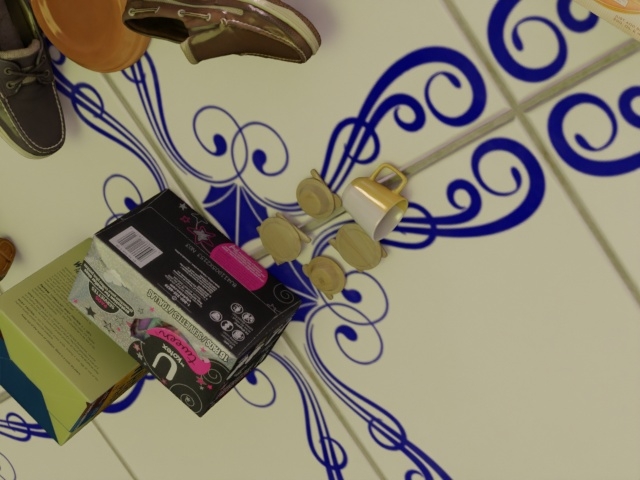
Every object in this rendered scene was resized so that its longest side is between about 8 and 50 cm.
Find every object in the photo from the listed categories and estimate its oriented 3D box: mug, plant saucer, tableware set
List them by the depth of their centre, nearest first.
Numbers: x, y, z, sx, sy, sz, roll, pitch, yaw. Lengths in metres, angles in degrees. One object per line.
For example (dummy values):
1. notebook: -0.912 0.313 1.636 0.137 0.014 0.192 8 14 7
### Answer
1. mug: 0.065 -0.047 1.372 0.064 0.078 0.062 40 166 21
2. tableware set: 0.000 0.000 1.464 0.141 0.020 0.169 47 133 1
3. plant saucer: -0.301 -0.304 1.481 0.200 0.037 0.199 17 125 26

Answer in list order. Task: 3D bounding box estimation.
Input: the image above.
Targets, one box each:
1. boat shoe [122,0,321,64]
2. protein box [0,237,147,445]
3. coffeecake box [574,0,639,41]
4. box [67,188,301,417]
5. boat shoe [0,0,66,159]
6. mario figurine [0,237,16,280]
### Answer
1. boat shoe: -0.120 -0.238 1.336 0.258 0.095 0.095 23 165 31
2. protein box: -0.353 0.143 1.680 0.200 0.201 0.136 44 133 5
3. coffeecake box: 0.294 -0.290 1.041 0.142 0.068 0.185 36 131 14
4. box: -0.183 0.082 1.546 0.247 0.163 0.142 39 131 10
5. boat shoe: -0.410 -0.243 1.547 0.092 0.103 0.285 0 112 54
6. mario figurine: -0.630 0.083 1.859 0.320 0.170 0.198 -36 59 36
